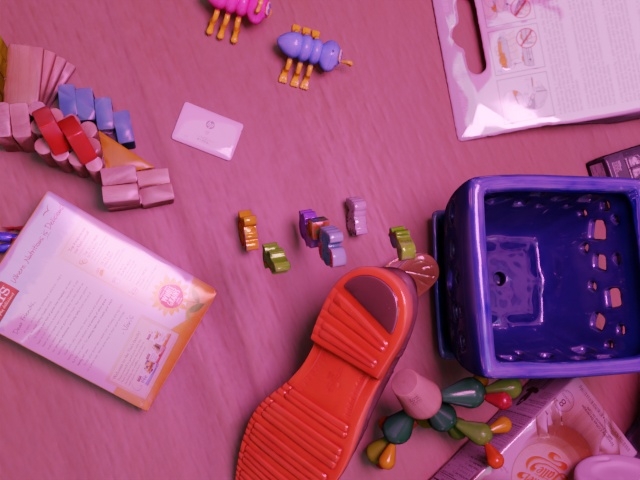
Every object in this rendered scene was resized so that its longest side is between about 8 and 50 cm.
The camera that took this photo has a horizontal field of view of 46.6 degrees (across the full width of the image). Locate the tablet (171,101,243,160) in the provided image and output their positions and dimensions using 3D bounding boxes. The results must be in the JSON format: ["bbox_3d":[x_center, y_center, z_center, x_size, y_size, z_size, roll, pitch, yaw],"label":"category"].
[{"bbox_3d":[-0.149,-0.145,0.986,0.083,0.006,0.054,21,80,-10],"label":"tablet"}]

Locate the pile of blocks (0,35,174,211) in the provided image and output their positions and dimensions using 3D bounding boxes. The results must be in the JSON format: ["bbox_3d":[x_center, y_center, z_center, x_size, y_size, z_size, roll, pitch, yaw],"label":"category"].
[{"bbox_3d":[-0.327,-0.159,0.894,0.362,0.112,0.149,28,79,-9],"label":"pile of blocks"}]

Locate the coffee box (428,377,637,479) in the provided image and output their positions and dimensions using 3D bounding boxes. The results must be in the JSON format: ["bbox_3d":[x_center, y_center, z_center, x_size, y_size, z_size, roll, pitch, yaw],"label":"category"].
[{"bbox_3d":[0.274,0.307,0.984,0.246,0.098,0.141,-41,95,-13],"label":"coffee box"}]

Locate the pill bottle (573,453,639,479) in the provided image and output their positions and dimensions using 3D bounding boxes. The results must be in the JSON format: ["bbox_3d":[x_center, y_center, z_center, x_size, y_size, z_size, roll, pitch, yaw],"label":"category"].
[{"bbox_3d":[0.362,0.365,0.903,0.107,0.108,0.180,-5,101,-13],"label":"pill bottle"}]

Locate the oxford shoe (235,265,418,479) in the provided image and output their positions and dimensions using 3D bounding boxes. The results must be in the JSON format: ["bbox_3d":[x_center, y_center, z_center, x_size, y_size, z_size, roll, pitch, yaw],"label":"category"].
[{"bbox_3d":[0.020,0.196,0.915,0.130,0.132,0.364,37,105,19],"label":"oxford shoe"}]

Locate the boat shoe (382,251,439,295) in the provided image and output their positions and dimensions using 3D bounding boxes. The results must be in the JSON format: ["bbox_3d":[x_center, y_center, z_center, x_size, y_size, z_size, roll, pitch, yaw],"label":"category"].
[{"bbox_3d":[0.081,0.073,0.988,0.170,0.059,0.063,-33,99,8],"label":"boat shoe"}]

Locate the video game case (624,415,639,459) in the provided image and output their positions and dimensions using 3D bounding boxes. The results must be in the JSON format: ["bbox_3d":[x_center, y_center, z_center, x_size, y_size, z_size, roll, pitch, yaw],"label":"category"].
[{"bbox_3d":[0.474,0.353,0.999,0.274,0.026,0.196,-46,51,-13],"label":"video game case"}]

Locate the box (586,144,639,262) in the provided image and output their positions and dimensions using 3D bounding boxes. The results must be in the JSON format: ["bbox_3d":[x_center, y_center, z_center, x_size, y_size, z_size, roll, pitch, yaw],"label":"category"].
[{"bbox_3d":[0.515,-0.034,1.091,0.183,0.059,0.233,-18,89,-11],"label":"box"}]

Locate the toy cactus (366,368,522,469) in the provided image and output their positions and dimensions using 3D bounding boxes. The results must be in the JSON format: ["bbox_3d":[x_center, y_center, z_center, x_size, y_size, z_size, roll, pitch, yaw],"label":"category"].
[{"bbox_3d":[0.137,0.218,0.909,0.218,0.180,0.112,-22,48,20],"label":"toy cactus"}]

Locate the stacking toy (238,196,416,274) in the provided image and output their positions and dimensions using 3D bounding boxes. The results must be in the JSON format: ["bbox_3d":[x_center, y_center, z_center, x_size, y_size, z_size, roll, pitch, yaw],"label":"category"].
[{"bbox_3d":[0.000,0.000,0.900,0.166,0.221,0.052,-8,107,-15],"label":"stacking toy"}]

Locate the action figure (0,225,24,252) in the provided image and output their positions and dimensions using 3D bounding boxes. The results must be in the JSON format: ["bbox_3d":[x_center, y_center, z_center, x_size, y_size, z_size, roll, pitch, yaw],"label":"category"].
[{"bbox_3d":[-0.378,0.001,0.910,0.115,0.030,0.038,-3,90,-17],"label":"action figure"}]

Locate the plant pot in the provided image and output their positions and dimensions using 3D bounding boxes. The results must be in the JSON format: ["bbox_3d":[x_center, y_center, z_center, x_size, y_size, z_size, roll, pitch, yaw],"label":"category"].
[{"bbox_3d":[0.265,0.049,0.951,0.235,0.212,0.236,-1,85,-12],"label":"plant pot"}]

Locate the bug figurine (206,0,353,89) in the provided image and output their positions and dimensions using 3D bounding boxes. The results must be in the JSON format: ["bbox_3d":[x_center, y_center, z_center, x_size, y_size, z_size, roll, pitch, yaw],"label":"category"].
[{"bbox_3d":[-0.043,-0.356,0.996,0.216,0.072,0.279,11,83,-11],"label":"bug figurine"}]

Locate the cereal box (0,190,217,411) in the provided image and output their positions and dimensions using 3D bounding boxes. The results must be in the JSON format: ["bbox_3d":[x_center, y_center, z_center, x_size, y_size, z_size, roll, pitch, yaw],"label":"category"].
[{"bbox_3d":[-0.271,0.075,0.905,0.240,0.047,0.173,33,79,-13],"label":"cereal box"}]

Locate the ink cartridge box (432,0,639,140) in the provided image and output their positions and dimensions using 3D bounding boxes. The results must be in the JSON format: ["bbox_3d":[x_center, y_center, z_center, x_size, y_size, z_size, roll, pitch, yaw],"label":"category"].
[{"bbox_3d":[0.362,-0.319,1.094,0.384,0.091,0.309,-10,87,4],"label":"ink cartridge box"}]
